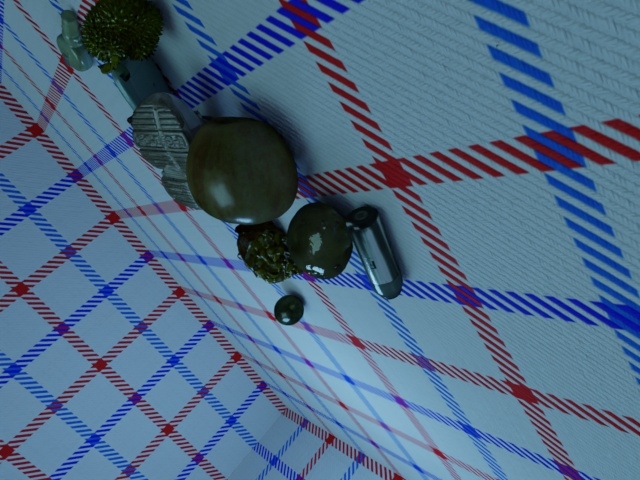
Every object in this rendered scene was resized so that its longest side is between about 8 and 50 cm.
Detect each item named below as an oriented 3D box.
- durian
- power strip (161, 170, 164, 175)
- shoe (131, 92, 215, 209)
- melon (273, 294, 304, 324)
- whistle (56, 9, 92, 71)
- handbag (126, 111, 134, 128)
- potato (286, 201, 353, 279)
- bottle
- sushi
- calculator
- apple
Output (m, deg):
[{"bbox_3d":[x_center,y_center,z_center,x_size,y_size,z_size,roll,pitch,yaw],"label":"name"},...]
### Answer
[{"bbox_3d":[-0.455,-0.479,1.099,0.159,0.198,0.146,36,165,32],"label":"durian"},{"bbox_3d":[-0.449,-0.200,1.632,0.385,0.062,0.091,18,143,58],"label":"power strip"},{"bbox_3d":[-0.345,-0.255,1.266,0.171,0.198,0.351,15,145,14],"label":"shoe"},{"bbox_3d":[-0.121,0.266,1.851,0.114,0.114,0.167,44,158,2],"label":"melon"},{"bbox_3d":[-0.786,-0.625,1.543,0.126,0.067,0.258,45,153,-4],"label":"whistle"},{"bbox_3d":[-0.512,-0.332,1.571,0.203,0.074,0.216,11,138,50],"label":"handbag"},{"bbox_3d":[0.000,0.000,1.202,0.177,0.160,0.235,31,155,-1],"label":"potato"},{"bbox_3d":[0.127,0.034,1.147,0.096,0.079,0.254,23,149,48],"label":"bottle"},{"bbox_3d":[-0.167,0.039,1.533,0.179,0.166,0.296,48,156,46],"label":"sushi"},{"bbox_3d":[-0.460,-0.406,1.275,0.042,0.184,0.295,-13,132,17],"label":"calculator"},{"bbox_3d":[-0.179,-0.165,1.131,0.256,0.256,0.234,19,116,43],"label":"apple"}]
